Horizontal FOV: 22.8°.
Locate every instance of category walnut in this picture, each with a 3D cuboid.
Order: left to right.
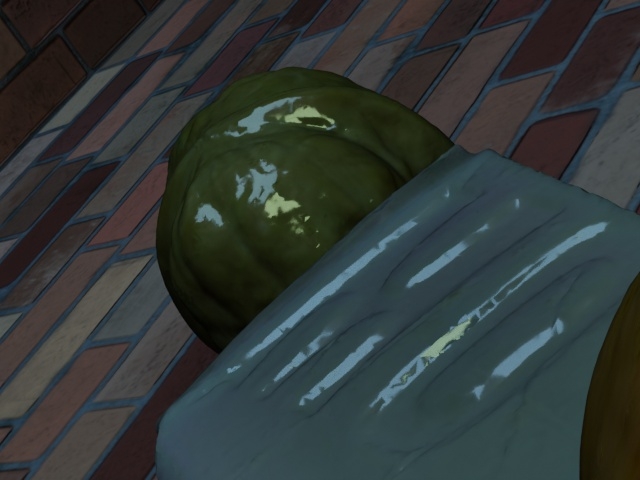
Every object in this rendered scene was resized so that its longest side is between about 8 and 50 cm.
[{"bbox_3d":[0.000,0.002,1.300,0.253,0.277,0.282,-23,36,39],"label":"walnut"}]

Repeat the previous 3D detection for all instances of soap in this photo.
[{"bbox_3d":[0.118,0.142,0.936,0.350,0.213,0.435,-38,23,-9],"label":"soap"}]

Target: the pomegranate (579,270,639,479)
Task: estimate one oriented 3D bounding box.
[{"bbox_3d":[0.293,0.109,0.531,0.411,0.411,0.411,-29,23,14],"label":"pomegranate"}]
